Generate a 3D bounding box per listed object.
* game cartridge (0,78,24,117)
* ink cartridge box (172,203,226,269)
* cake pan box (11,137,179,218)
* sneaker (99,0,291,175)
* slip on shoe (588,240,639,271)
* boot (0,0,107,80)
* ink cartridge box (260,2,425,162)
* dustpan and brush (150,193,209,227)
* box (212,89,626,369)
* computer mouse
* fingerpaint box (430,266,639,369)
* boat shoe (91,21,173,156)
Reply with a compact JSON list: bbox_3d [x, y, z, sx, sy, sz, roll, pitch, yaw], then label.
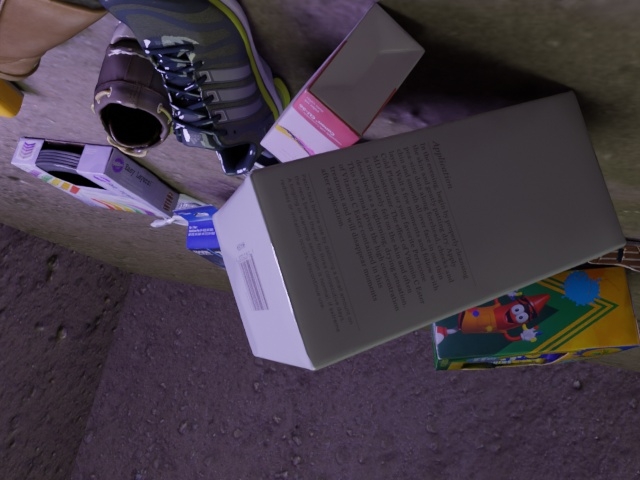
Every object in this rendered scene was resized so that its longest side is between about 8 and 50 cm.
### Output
[{"bbox_3d":[-0.629,-0.282,0.785,0.285,0.053,0.324,11,168,9],"label":"game cartridge"},{"bbox_3d":[-0.167,0.034,1.265,0.165,0.065,0.332,-3,149,48],"label":"ink cartridge box"},{"bbox_3d":[-0.476,-0.133,1.233,0.245,0.070,0.267,7,165,18],"label":"cake pan box"},{"bbox_3d":[-0.120,-0.164,0.602,0.111,0.121,0.300,7,166,24],"label":"sneaker"},{"bbox_3d":[0.502,0.021,0.949,0.135,0.052,0.041,4,-154,8],"label":"slip on shoe"},{"bbox_3d":[-0.363,-0.253,0.572,0.236,0.089,0.269,7,175,-39],"label":"boot"},{"bbox_3d":[0.008,-0.135,0.583,0.067,0.115,0.198,39,161,-11],"label":"ink cartridge box"},{"bbox_3d":[-0.357,-0.062,1.429,0.211,0.060,0.147,1,162,43],"label":"dustpan and brush"},{"bbox_3d":[0.088,-0.010,0.597,0.345,0.168,0.215,-17,178,-21],"label":"box"},{"bbox_3d":[-0.127,-0.140,0.903,0.193,0.042,0.106,30,155,-36],"label":"computer mouse"},{"bbox_3d":[0.436,0.197,1.286,0.370,0.163,0.445,-6,164,8],"label":"fingerpaint box"},{"bbox_3d":[-0.248,-0.170,0.763,0.116,0.097,0.324,18,167,-20],"label":"boat shoe"}]
